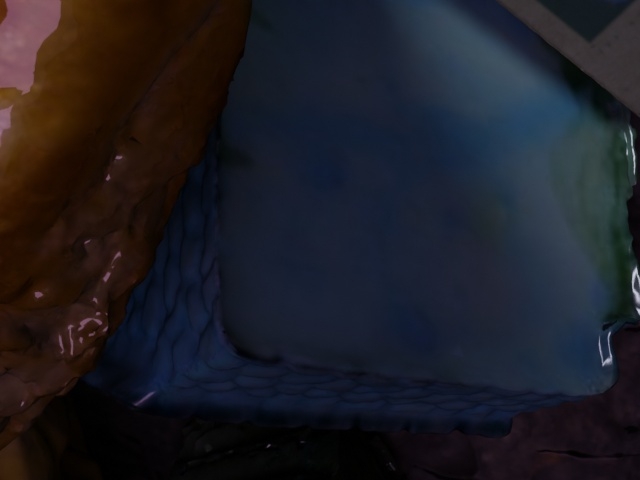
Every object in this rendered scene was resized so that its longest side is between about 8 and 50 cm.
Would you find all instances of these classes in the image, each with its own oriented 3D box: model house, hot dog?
[{"bbox_3d":[0.000,0.000,1.031,0.261,0.226,0.241,8,155,-31],"label":"model house"},{"bbox_3d":[-0.151,-0.094,0.858,0.196,0.367,0.365,17,102,-18],"label":"hot dog"}]

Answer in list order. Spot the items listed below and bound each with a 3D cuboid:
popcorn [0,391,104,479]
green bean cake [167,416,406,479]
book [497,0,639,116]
[{"bbox_3d":[-0.281,0.180,1.080,0.390,0.354,0.344,38,82,10],"label":"popcorn"},{"bbox_3d":[-0.001,0.229,1.083,0.132,0.255,0.241,-23,116,21],"label":"green bean cake"},{"bbox_3d":[0.189,-0.166,0.954,0.283,0.025,0.215,34,118,-20],"label":"book"}]
